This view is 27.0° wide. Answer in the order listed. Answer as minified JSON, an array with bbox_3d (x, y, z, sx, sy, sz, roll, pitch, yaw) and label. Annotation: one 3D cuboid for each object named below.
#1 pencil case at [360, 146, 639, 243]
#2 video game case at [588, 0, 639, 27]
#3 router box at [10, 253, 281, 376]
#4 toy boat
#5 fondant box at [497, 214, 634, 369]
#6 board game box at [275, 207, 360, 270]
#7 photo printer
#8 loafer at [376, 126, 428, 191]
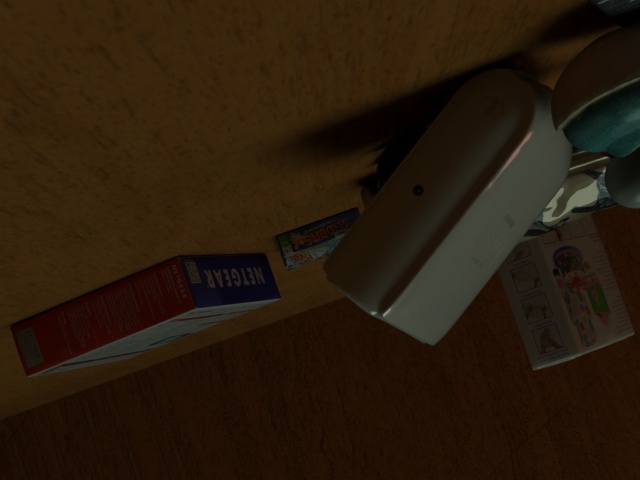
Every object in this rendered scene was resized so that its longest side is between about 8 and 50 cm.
[{"bbox_3d":[0.258,-0.068,1.808,0.410,0.160,0.183,-21,163,7],"label":"pencil case"},{"bbox_3d":[0.334,-0.248,1.167,0.196,0.026,0.274,-22,172,21],"label":"video game case"},{"bbox_3d":[-0.261,0.112,2.078,0.301,0.082,0.335,-22,173,18],"label":"router box"},{"bbox_3d":[0.355,-0.134,1.373,0.268,0.148,0.318,-19,171,-11],"label":"toy boat"},{"bbox_3d":[0.383,0.030,2.205,0.096,0.330,0.238,-24,171,34],"label":"fondant box"},{"bbox_3d":[0.000,0.000,2.128,0.136,0.035,0.201,-20,173,-1],"label":"board game box"},{"bbox_3d":[0.157,-0.039,1.458,0.307,0.107,0.256,-52,158,1],"label":"photo printer"},{"bbox_3d":[0.108,-0.083,1.607,0.078,0.076,0.223,-28,177,-4],"label":"loafer"}]
